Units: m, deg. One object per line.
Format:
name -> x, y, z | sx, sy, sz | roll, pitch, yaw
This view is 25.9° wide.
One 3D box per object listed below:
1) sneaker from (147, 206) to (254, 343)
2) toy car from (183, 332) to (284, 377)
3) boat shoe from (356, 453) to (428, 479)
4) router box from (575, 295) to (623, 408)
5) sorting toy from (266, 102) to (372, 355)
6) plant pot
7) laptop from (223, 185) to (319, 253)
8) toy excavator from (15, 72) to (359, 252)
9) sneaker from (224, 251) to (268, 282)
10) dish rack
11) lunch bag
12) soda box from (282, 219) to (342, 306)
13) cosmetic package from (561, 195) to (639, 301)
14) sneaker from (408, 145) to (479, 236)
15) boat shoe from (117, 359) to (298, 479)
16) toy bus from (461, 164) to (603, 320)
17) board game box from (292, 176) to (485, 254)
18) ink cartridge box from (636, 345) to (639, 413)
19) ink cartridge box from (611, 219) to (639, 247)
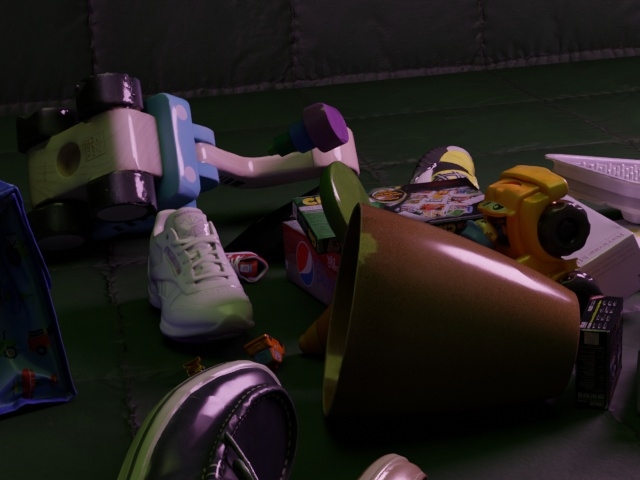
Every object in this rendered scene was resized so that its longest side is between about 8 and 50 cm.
sneaker -> -0.174, 0.043, 1.856 | 0.114, 0.152, 0.305 | -8, 18, -21
toy car -> -0.099, 0.154, 1.692 | 0.122, 0.060, 0.040 | -22, 62, -3
boat shoe -> 0.056, 0.273, 1.085 | 0.098, 0.109, 0.302 | 6, 23, 14
router box -> 0.313, 0.123, 1.562 | 0.038, 0.092, 0.122 | 2, 17, 19
sorting toy -> 0.001, 0.000, 1.771 | 0.126, 0.366, 0.127 | -24, -25, 20
plant pot -> 0.144, 0.096, 1.522 | 0.254, 0.237, 0.237 | 10, 16, -3
laptop -> 0.000, 0.000, 2.218 | 0.264, 0.137, 0.234 | 25, 22, 7
toy excavator -> -0.217, -0.123, 2.311 | 0.433, 0.222, 0.445 | -21, -19, 33
sneaker -> -0.135, 0.041, 2.052 | 0.118, 0.042, 0.067 | -9, 13, -24
dish rack -> 0.535, -0.073, 2.140 | 0.332, 0.072, 0.285 | 3, 12, -23
lunch bag -> -0.410, 0.039, 1.664 | 0.138, 0.293, 0.221 | -13, 19, -29
soda box -> 0.032, 0.035, 1.937 | 0.083, 0.092, 0.263 | -9, 16, -21
cosmetic package -> 0.331, 0.016, 1.868 | 0.117, 0.085, 0.231 | -32, 23, -8
sneaker -> 0.194, -0.026, 2.076 | 0.147, 0.145, 0.385 | 8, 29, 13
boat shoe -> -0.084, 0.251, 1.042 | 0.156, 0.187, 0.500 | -5, 21, 17
toy bus -> 0.209, 0.040, 1.673 | 0.211, 0.220, 0.149 | -17, 17, -17
board game box -> 0.102, -0.036, 1.908 | 0.259, 0.030, 0.136 | -7, 29, -13
ink cartridge box -> 0.431, 0.126, 1.544 | 0.139, 0.082, 0.190 | 2, 18, 19
ink cartridge box -> 0.480, 0.010, 1.992 | 0.235, 0.056, 0.171 | -12, 17, -21
